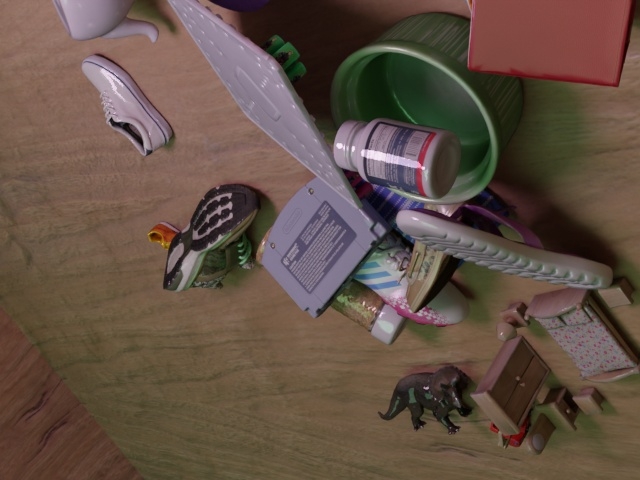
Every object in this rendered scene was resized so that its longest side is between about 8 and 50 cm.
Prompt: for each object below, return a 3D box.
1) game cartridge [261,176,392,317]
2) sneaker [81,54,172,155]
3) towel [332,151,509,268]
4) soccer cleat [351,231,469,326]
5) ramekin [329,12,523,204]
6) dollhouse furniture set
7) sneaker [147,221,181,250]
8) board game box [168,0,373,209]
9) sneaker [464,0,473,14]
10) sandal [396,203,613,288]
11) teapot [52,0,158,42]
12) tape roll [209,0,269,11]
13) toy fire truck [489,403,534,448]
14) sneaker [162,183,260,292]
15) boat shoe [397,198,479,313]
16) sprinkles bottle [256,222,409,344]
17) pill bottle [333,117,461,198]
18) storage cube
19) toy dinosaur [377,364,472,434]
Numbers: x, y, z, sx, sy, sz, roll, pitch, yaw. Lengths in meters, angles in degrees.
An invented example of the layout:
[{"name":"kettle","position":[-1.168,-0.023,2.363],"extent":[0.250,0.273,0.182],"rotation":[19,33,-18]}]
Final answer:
[{"name":"game cartridge","position":[0.000,0.000,1.868],"extent":[0.198,0.062,0.297],"rotation":[51,131,16]},{"name":"sneaker","position":[-0.444,-0.300,2.058],"extent":[0.258,0.091,0.094],"rotation":[45,145,-7]},{"name":"towel","position":[0.172,-0.094,1.756],"extent":[0.336,0.040,0.243],"rotation":[39,145,2]},{"name":"soccer cleat","position":[0.154,0.058,1.873],"extent":[0.331,0.116,0.143],"rotation":[27,138,17]},{"name":"ramekin","position":[0.180,-0.221,1.511],"extent":[0.303,0.148,0.303],"rotation":[25,142,21]},{"name":"dollhouse furniture set","position":[0.482,0.264,1.742],"extent":[0.303,0.174,0.355],"rotation":[49,145,-13]},{"name":"sneaker","position":[-0.361,0.006,2.341],"extent":[0.175,0.067,0.064],"rotation":[14,136,30]},{"name":"board game box","position":[-0.093,-0.266,1.593],"extent":[0.390,0.050,0.390],"rotation":[42,171,39]},{"name":"sneaker","position":[0.217,-0.402,1.343],"extent":[0.262,0.121,0.099],"rotation":[37,112,-28]},{"name":"sandal","position":[0.314,-0.007,1.577],"extent":[0.416,0.102,0.169],"rotation":[18,170,-22]},{"name":"teapot","position":[-0.425,-0.515,1.736],"extent":[0.253,0.187,0.256],"rotation":[62,167,16]},{"name":"tape roll","position":[-0.165,-0.514,1.521],"extent":[0.274,0.090,0.275],"rotation":[30,155,16]},{"name":"toy fire truck","position":[0.411,0.400,1.989],"extent":[0.047,0.135,0.192],"rotation":[22,141,25]},{"name":"sneaker","position":[-0.222,0.003,2.188],"extent":[0.182,0.158,0.410],"rotation":[14,146,-29]},{"name":"boat shoe","position":[0.211,0.017,1.734],"extent":[0.089,0.104,0.285],"rotation":[35,131,20]},{"name":"sprinkles bottle","position":[0.034,0.087,2.012],"extent":[0.355,0.121,0.121],"rotation":[31,144,14]},{"name":"pill bottle","position":[0.117,-0.134,1.439],"extent":[0.180,0.108,0.108],"rotation":[17,139,31]},{"name":"storage cube","position":[0.308,-0.326,1.188],"extent":[0.193,0.184,0.215],"rotation":[9,123,18]},{"name":"toy dinosaur","position":[0.252,0.361,2.143],"extent":[0.313,0.121,0.160],"rotation":[-9,111,53]}]
